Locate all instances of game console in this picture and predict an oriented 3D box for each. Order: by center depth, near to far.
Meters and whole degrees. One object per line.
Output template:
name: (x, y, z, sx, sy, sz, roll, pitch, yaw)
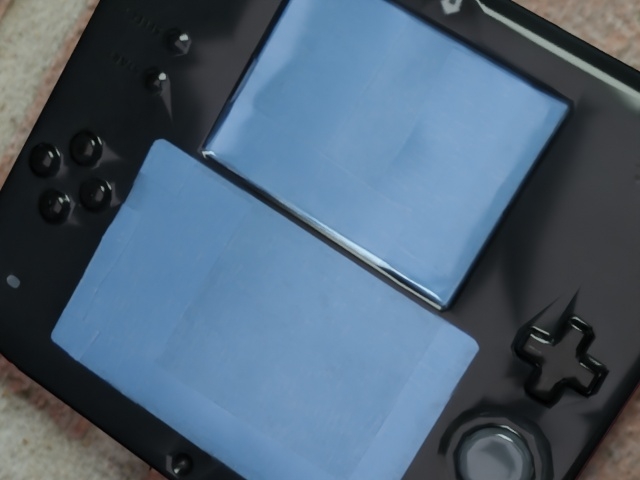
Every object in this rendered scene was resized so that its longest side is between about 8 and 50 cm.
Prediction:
game console: (0.000, 0.000, 0.705, 0.386, 0.060, 0.342, 33, 105, 14)
